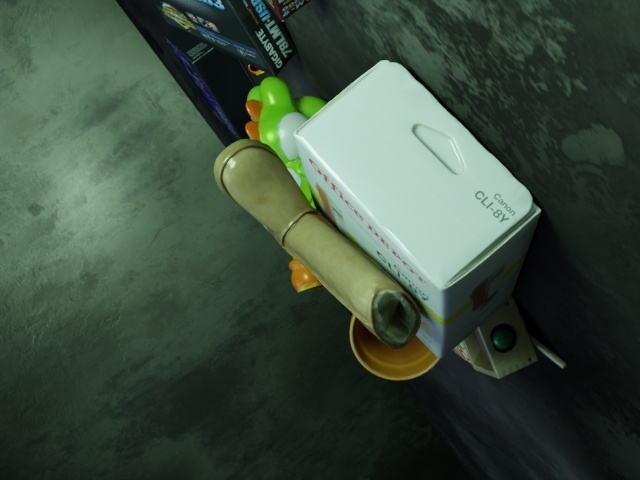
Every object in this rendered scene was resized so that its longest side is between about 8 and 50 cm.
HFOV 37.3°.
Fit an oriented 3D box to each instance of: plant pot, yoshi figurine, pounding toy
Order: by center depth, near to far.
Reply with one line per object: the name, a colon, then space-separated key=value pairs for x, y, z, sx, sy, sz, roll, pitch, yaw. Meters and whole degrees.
pounding toy: x=0.292 y=0.151 z=1.487 sx=0.141 sy=0.100 sz=0.130 roll=-178 pitch=65 yaw=-78
yoshi figurine: x=-0.006 y=-0.107 z=1.609 sx=0.203 sy=0.204 sz=0.362 roll=39 pitch=-148 yaw=-79
plant pot: x=0.165 y=0.173 z=2.051 sx=0.205 sy=0.205 sz=0.188 roll=54 pitch=-171 yaw=-9

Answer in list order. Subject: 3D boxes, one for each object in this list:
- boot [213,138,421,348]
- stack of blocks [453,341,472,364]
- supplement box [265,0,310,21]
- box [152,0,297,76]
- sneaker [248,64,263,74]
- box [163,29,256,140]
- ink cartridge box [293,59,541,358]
boot: x=0.000 y=0.000 z=1.229 sx=0.269 sy=0.089 sz=0.236 roll=44 pitch=180 yaw=40
stack of blocks: x=0.192 y=0.060 z=1.634 sx=0.297 sy=0.087 sz=0.171 roll=55 pitch=173 yaw=-18
supplement box: x=-0.077 y=-0.393 z=1.157 sx=0.130 sy=0.073 sz=0.239 roll=50 pitch=172 yaw=21
box: x=-0.208 y=-0.427 z=1.559 sx=0.295 sy=0.073 sz=0.293 roll=32 pitch=167 yaw=34
sneaker: x=-0.108 y=-0.332 z=1.724 sx=0.064 sy=0.067 sz=0.175 roll=51 pitch=175 yaw=-6
box: x=-0.235 y=-0.377 z=2.224 sx=0.184 sy=0.103 sz=0.261 roll=49 pitch=173 yaw=48
ink cartridge box: x=0.126 y=-0.025 z=1.282 sx=0.279 sy=0.160 sz=0.384 roll=47 pitch=171 yaw=18
